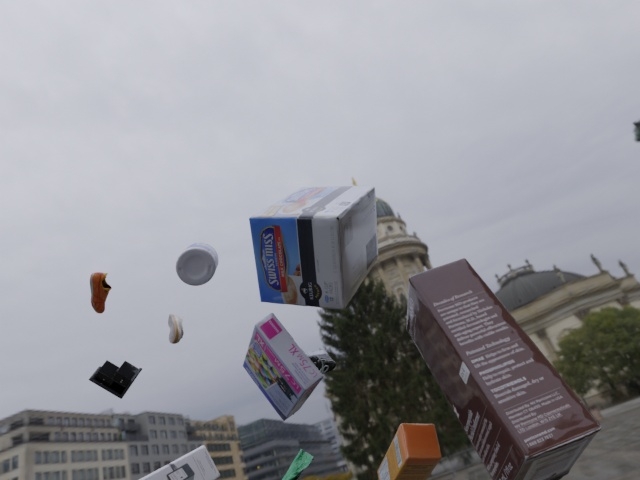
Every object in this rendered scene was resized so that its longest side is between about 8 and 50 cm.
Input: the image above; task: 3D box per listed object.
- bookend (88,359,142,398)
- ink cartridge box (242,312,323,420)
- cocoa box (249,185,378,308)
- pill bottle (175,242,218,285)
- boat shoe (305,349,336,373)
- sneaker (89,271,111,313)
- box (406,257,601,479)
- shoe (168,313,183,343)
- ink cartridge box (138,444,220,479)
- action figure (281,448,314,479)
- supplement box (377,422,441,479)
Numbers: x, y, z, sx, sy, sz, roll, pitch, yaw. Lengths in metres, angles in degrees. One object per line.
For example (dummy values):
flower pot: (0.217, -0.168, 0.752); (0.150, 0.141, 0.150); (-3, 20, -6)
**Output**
bookend: (-0.841, 0.550, 1.871); (0.156, 0.072, 0.157); (36, -57, -9)
ink cartridge box: (-0.106, 0.324, 1.111); (0.065, 0.186, 0.311); (-31, -21, -30)
cocoa box: (0.000, 0.000, 1.201); (0.227, 0.232, 0.347); (2, 19, 21)
pill bottle: (-0.402, 0.071, 1.506); (0.124, 0.124, 0.221); (-15, 7, -8)
boat shoe: (-0.025, 0.564, 2.011); (0.113, 0.105, 0.306); (-58, -26, 6)
sneaker: (-0.801, 0.197, 1.667); (0.067, 0.064, 0.175); (4, -60, -12)
box: (0.303, 0.236, 0.849); (0.143, 0.381, 0.191); (-16, -46, -8)
shoe: (-0.582, 0.356, 1.855); (0.058, 0.219, 0.077); (14, -80, -25)
ink cartridge box: (-0.464, 0.742, 1.338); (0.198, 0.115, 0.273); (-41, -18, 16)
action figure: (-0.124, 1.050, 2.019); (0.232, 0.063, 0.137); (-46, 8, -26)
supplement box: (0.188, 0.487, 0.990); (0.078, 0.080, 0.233); (3, -47, -7)
